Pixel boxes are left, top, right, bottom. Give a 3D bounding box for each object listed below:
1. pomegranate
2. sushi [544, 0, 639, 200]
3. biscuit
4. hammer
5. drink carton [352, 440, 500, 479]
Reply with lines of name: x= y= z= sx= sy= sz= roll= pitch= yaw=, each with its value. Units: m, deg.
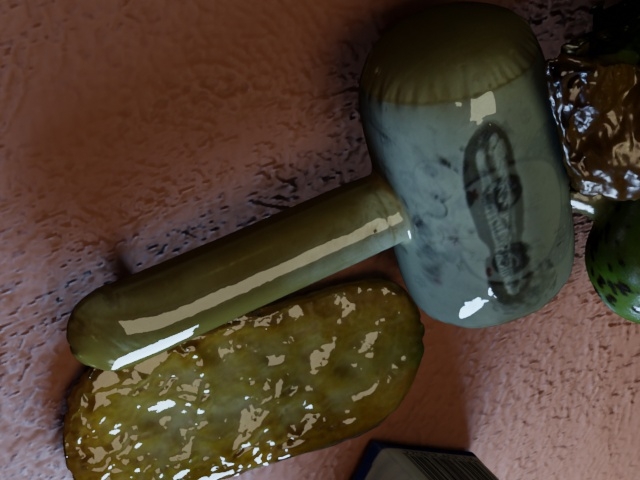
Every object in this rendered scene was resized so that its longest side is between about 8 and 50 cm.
pomegranate: x=0.214 y=-0.012 z=0.958 sx=0.161 sy=0.122 sz=0.122 roll=34 pitch=98 yaw=-3
sushi: x=0.226 y=-0.107 z=0.851 sx=0.287 sy=0.149 sz=0.140 roll=-2 pitch=129 yaw=-22
biscuit: x=-0.042 y=0.093 z=0.899 sx=0.247 sy=0.029 sz=0.118 roll=-14 pitch=118 yaw=-25
hammer: x=0.000 y=0.000 z=0.825 sx=0.305 sy=0.113 sz=0.202 roll=-25 pitch=126 yaw=-11
drink carton: x=0.126 y=0.267 z=0.923 sx=0.107 sy=0.315 sz=0.130 roll=12 pitch=110 yaw=-39
